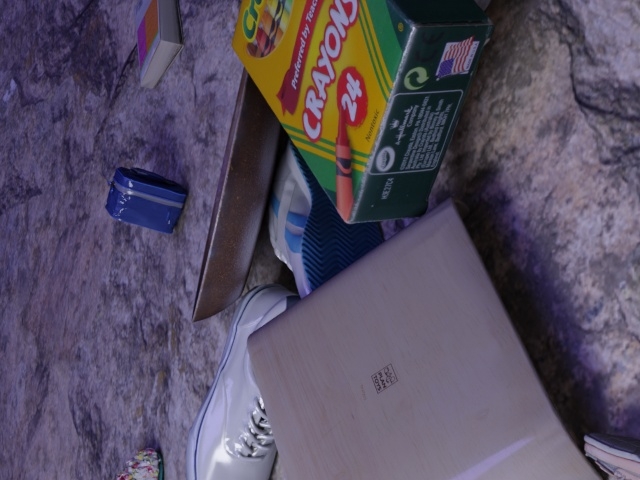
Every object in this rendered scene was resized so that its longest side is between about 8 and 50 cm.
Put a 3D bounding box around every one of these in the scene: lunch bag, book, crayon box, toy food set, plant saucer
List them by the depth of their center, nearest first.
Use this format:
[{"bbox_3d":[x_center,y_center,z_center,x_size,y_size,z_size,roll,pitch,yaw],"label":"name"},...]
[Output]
[{"bbox_3d":[0.076,0.129,1.086,0.219,0.092,0.306,-35,46,14],"label":"toy food set"},{"bbox_3d":[0.013,-0.192,1.176,0.318,0.081,0.202,58,144,40],"label":"crayon box"},{"bbox_3d":[-0.081,-0.062,1.406,0.310,0.050,0.311,-167,90,-84],"label":"plant saucer"},{"bbox_3d":[-0.221,-0.056,1.684,0.065,0.098,0.067,-69,25,10],"label":"lunch bag"},{"bbox_3d":[-0.227,-0.293,1.851,0.096,0.035,0.144,-50,40,45],"label":"book"}]

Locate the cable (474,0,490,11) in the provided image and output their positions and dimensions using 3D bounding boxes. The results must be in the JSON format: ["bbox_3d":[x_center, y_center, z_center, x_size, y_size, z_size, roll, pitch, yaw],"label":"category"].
[{"bbox_3d":[0.095,-0.314,1.195,0.257,0.089,0.257,155,111,-63],"label":"cable"}]

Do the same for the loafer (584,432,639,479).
[{"bbox_3d":[0.221,0.159,0.903,0.125,0.045,0.039,10,95,58],"label":"loafer"}]

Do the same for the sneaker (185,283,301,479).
[{"bbox_3d":[-0.069,0.169,1.344,0.091,0.094,0.258,5,83,65],"label":"sneaker"}]

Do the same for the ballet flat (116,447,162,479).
[{"bbox_3d":[-0.238,0.361,1.584,0.091,0.077,0.241,-12,69,59],"label":"ballet flat"}]

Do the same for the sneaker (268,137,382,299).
[{"bbox_3d":[0.000,0.000,1.310,0.229,0.087,0.092,-99,28,-44],"label":"sneaker"}]
